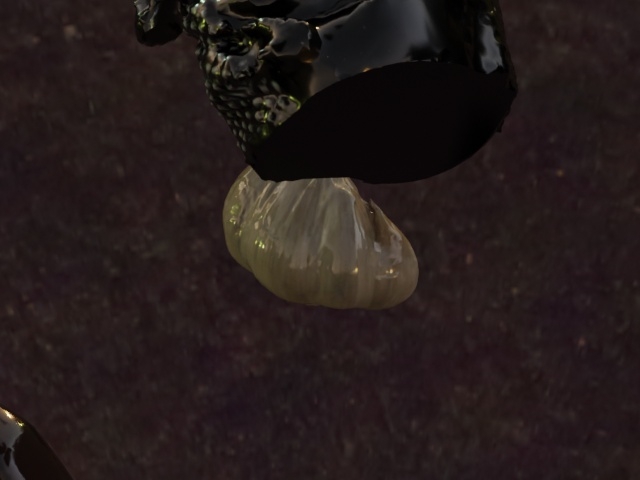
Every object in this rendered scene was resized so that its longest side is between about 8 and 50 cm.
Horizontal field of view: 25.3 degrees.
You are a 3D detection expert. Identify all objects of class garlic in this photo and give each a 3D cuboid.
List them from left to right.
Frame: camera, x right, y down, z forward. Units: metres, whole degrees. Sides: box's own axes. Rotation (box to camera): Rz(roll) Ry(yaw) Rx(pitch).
[{"bbox_3d":[-0.001,0.000,0.770,0.113,0.094,0.074,13,49,7],"label":"garlic"}]

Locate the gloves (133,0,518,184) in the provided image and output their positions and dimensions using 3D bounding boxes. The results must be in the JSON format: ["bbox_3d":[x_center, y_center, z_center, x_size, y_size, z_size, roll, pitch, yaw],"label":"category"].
[{"bbox_3d":[-0.004,-0.112,0.496,0.129,0.106,0.180,-16,67,-16],"label":"gloves"}]

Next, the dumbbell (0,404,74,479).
[{"bbox_3d":[-0.189,0.168,0.558,0.124,0.140,0.225,-22,17,30],"label":"dumbbell"}]
